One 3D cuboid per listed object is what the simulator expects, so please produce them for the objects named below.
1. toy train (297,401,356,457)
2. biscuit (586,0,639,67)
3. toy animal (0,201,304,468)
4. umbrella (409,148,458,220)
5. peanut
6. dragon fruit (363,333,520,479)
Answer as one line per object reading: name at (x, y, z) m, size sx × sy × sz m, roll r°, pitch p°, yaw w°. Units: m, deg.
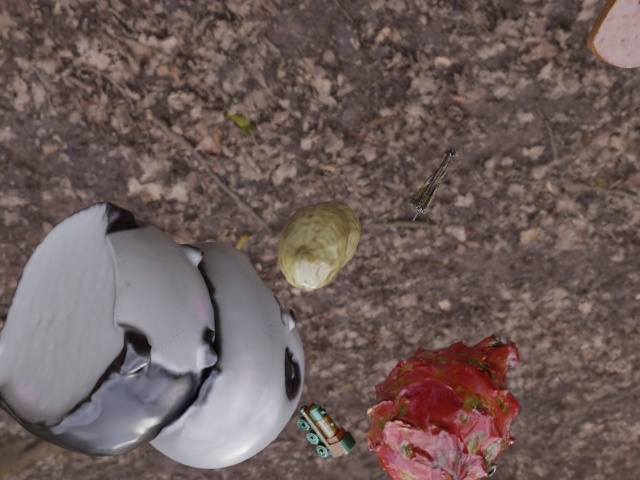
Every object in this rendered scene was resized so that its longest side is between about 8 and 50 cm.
toy train at (0.006, 0.316, 1.296) m, size 0.064 × 0.103 × 0.044 m, roll -34°, pitch -177°, yaw 44°
biscuit at (0.389, -0.299, 0.729) m, size 0.284 × 0.043 × 0.306 m, roll -9°, pitch 115°, yaw 17°
toy animal at (-0.114, 0.085, 0.612) m, size 0.165 × 0.187 × 0.235 m, roll -39°, pitch 140°, yaw 28°
umbrella at (0.115, -0.057, 0.791) m, size 0.083 × 0.020 × 0.031 m, roll -55°, pitch 174°, yaw 4°
peanut at (0.000, 0.000, 1.050) m, size 0.098 × 0.103 × 0.229 m, roll -25°, pitch -177°, yaw 15°
dragon fruit at (0.188, 0.247, 1.139) m, size 0.268 × 0.205 × 0.210 m, roll -47°, pitch 164°, yaw -15°
